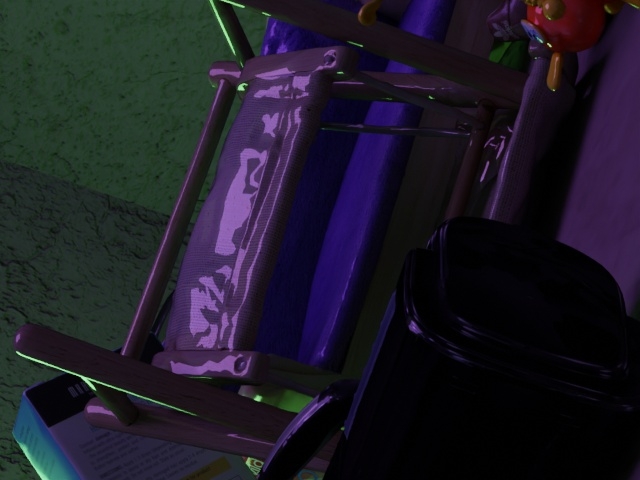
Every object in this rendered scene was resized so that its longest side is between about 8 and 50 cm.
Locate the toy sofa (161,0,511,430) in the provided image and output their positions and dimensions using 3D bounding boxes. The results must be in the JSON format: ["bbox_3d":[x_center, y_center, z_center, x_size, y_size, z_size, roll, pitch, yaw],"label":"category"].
[{"bbox_3d":[0.018,-0.038,1.319,0.150,0.177,0.362,120,169,-68],"label":"toy sofa"}]

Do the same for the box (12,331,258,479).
[{"bbox_3d":[-0.085,0.181,1.220,0.100,0.244,0.060,-25,-23,-31],"label":"box"}]

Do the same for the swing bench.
[{"bbox_3d":[0.000,0.000,1.121,0.165,0.255,0.253,63,-137,-67],"label":"swing bench"}]

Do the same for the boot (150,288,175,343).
[{"bbox_3d":[-0.088,0.176,1.659,0.085,0.179,0.236,154,136,-79],"label":"boot"}]

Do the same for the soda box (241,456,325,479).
[{"bbox_3d":[-0.018,0.164,1.504,0.263,0.083,0.092,115,172,-50],"label":"soda box"}]

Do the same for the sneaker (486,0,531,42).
[{"bbox_3d":[0.128,-0.185,1.147,0.071,0.066,0.188,-24,31,25],"label":"sneaker"}]

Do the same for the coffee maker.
[{"bbox_3d":[0.062,0.104,0.797,0.171,0.120,0.178,-117,39,-50],"label":"coffee maker"}]

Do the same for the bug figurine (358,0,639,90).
[{"bbox_3d":[0.109,-0.189,0.958,0.216,0.072,0.279,-63,28,2],"label":"bug figurine"}]
